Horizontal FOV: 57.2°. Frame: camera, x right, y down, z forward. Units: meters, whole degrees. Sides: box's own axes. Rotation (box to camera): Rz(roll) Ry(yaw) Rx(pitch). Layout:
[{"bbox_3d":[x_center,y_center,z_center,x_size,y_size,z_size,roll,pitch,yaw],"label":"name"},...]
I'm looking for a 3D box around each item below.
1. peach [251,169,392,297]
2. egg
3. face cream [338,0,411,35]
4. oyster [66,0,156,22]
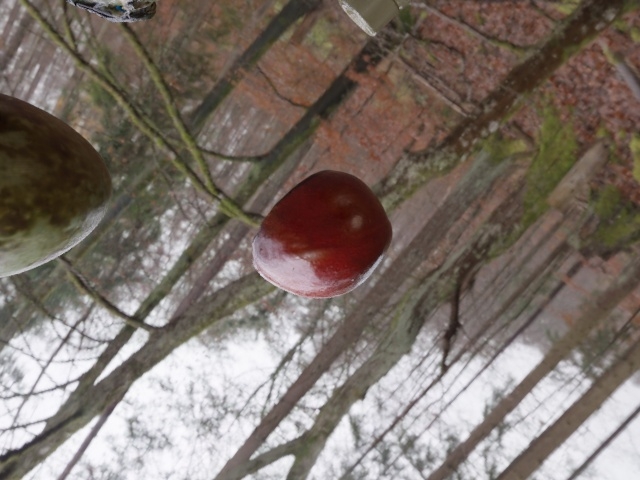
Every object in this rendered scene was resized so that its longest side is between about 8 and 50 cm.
[{"bbox_3d":[0.000,0.000,1.163,0.275,0.248,0.245,-28,-145,-23],"label":"peach"},{"bbox_3d":[-0.414,-0.071,0.745,0.290,0.238,0.238,-10,-138,-34],"label":"egg"},{"bbox_3d":[0.172,-0.458,0.871,0.137,0.341,0.084,51,-168,28],"label":"face cream"},{"bbox_3d":[-0.258,-0.355,0.644,0.092,0.198,0.259,-68,-35,-42],"label":"oyster"}]
